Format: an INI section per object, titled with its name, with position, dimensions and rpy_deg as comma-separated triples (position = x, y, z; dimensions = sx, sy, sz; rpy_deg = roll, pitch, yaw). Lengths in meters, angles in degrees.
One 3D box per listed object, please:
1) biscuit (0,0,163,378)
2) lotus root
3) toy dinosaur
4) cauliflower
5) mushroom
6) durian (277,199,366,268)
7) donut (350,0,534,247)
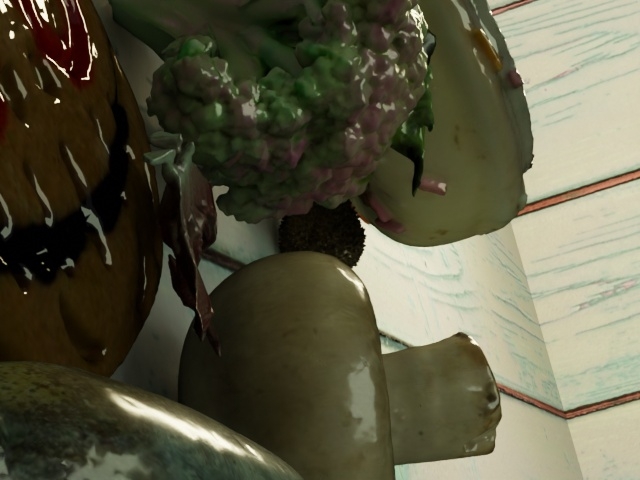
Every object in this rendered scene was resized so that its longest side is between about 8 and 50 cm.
[biscuit]
position = -0.170, -0.070, 0.707
dimensions = 0.367, 0.063, 0.314
rpy_deg = -62, 134, -69
[lotus root]
position = -0.092, 0.138, 0.567
dimensions = 0.349, 0.175, 0.175
rpy_deg = 44, 31, -51
[toy dinosaur]
position = -0.075, -0.004, 0.812
dimensions = 0.220, 0.032, 0.108
rpy_deg = -99, -178, -65
[cauliflower]
position = -0.055, -0.138, 0.999
dimensions = 0.239, 0.315, 0.256
rpy_deg = -56, 173, -20
[mushroom]
position = 0.013, 0.106, 0.874
dimensions = 0.204, 0.204, 0.204
rpy_deg = -18, 90, -76
[durian]
position = 0.000, 0.000, 1.241
dimensions = 0.080, 0.080, 0.091
rpy_deg = 63, 33, -31
[donut]
position = 0.043, -0.160, 1.256
dimensions = 0.382, 0.142, 0.382
rpy_deg = 62, -8, 16
